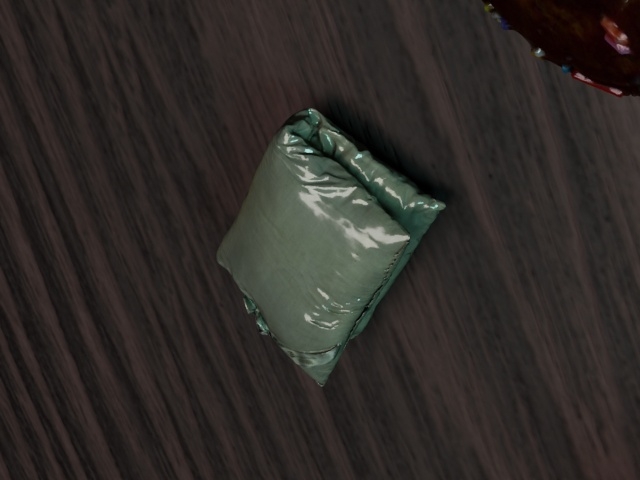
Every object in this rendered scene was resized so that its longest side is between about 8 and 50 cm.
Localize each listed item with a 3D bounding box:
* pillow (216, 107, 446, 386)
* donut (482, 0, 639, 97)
[{"bbox_3d":[0.000,0.000,1.272,0.134,0.078,0.181,44,137,12],"label":"pillow"},{"bbox_3d":[0.149,-0.188,0.963,0.235,0.089,0.235,45,156,26],"label":"donut"}]
